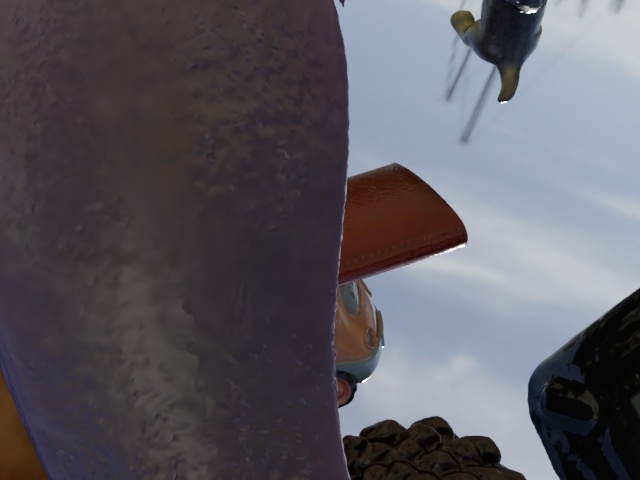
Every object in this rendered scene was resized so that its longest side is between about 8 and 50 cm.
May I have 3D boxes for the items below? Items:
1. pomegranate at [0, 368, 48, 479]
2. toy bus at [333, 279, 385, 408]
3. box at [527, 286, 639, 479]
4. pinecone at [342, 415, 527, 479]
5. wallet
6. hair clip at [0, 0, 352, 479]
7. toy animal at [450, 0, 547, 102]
[{"bbox_3d":[-0.234,0.120,0.914,0.410,0.410,0.410,21,-162,-7],"label":"pomegranate"},{"bbox_3d":[-0.067,0.099,1.867,0.288,0.232,0.194,-13,-149,7],"label":"toy bus"},{"bbox_3d":[0.313,0.156,1.039,0.073,0.289,0.290,8,-131,-46],"label":"box"},{"bbox_3d":[0.131,0.447,1.958,0.398,0.397,0.398,21,-162,-7],"label":"pinecone"},{"bbox_3d":[0.000,0.000,1.126,0.204,0.045,0.142,-18,-150,-18],"label":"wallet"},{"bbox_3d":[-0.034,0.041,0.449,0.110,0.358,0.095,-5,-161,24],"label":"hair clip"},{"bbox_3d":[0.226,-0.303,1.646,0.121,0.233,0.168,-2,-132,-6],"label":"toy animal"}]
